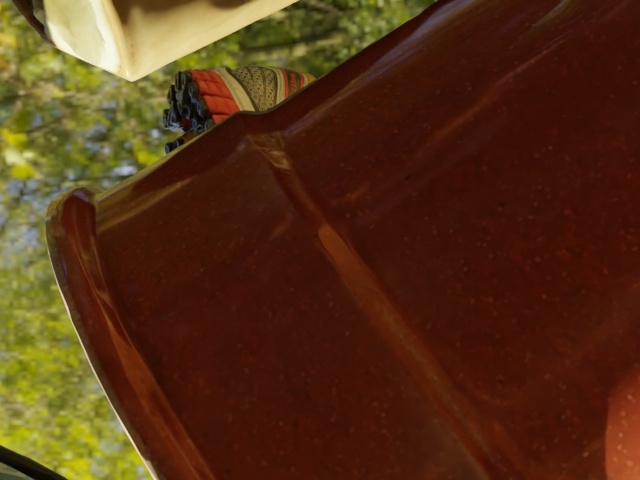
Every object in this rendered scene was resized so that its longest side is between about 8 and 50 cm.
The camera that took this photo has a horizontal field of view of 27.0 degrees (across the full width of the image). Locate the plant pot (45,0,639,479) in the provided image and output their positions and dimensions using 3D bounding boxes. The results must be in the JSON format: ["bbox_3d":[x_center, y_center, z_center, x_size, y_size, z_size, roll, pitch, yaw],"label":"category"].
[{"bbox_3d":[0.102,0.014,0.433,0.272,0.265,0.272,53,-176,-5],"label":"plant pot"}]

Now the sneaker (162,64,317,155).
[{"bbox_3d":[0.000,0.000,0.696,0.093,0.088,0.225,-15,-107,-28],"label":"sneaker"}]

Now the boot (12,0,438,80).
[{"bbox_3d":[0.002,-0.123,0.597,0.269,0.089,0.236,-31,-100,-41],"label":"boot"}]

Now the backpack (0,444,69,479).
[{"bbox_3d":[-0.241,0.205,0.633,0.355,0.290,0.273,-25,-48,-56],"label":"backpack"}]
